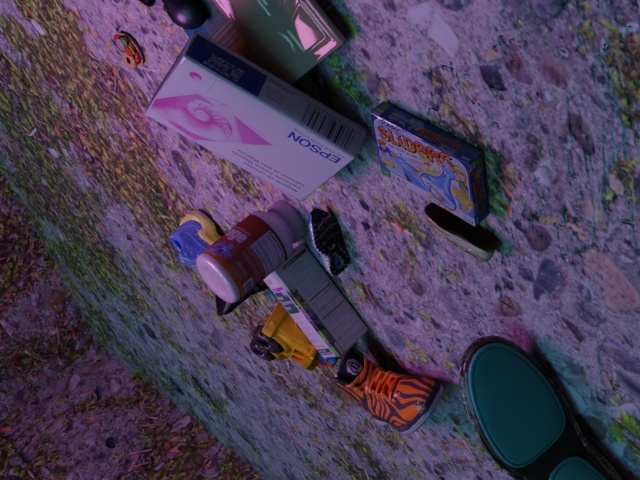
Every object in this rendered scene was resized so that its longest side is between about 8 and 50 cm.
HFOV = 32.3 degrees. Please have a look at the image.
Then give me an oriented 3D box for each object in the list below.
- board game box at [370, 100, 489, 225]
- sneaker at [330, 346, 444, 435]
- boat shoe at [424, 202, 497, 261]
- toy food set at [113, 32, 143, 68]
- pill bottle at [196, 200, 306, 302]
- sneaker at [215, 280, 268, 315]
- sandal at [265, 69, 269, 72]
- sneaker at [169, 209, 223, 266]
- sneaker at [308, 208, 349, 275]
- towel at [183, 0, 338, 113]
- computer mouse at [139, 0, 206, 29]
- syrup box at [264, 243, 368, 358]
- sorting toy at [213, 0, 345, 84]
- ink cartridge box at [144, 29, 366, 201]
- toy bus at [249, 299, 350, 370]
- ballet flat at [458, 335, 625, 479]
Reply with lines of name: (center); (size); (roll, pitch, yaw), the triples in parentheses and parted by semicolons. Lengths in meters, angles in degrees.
board game box: (0.168, -0.119, 1.700); (0.201, 0.035, 0.136); (32, 152, 36)
sneaker: (0.120, 0.305, 2.287); (0.180, 0.125, 0.321); (38, 158, -11)
boat shoe: (0.219, -0.010, 1.757); (0.135, 0.050, 0.045); (38, 149, 26)
toy food set: (-0.405, -0.402, 2.331); (0.083, 0.020, 0.083); (58, 156, -18)
pill bottle: (-0.135, 0.018, 2.233); (0.121, 0.216, 0.121); (39, 154, 23)
sneaker: (-0.162, 0.099, 2.505); (0.283, 0.124, 0.107); (125, 142, -61)
sandal: (-0.126, -0.244, 1.923); (0.090, 0.060, 0.219); (56, 159, -20)
sneaker: (-0.261, 0.042, 2.615); (0.240, 0.126, 0.091); (42, 156, 18)
sneaker: (0.000, 0.000, 2.159); (0.073, 0.063, 0.162); (34, 152, 41)
towel: (-0.133, -0.333, 1.924); (0.370, 0.040, 0.271); (52, 158, -11)
computer mouse: (-0.286, -0.422, 1.950); (0.242, 0.041, 0.071); (28, 151, 41)
syrup box: (-0.015, 0.129, 2.342); (0.237, 0.096, 0.093); (52, 157, -8)
sorting toy: (-0.066, -0.352, 1.731); (0.193, 0.038, 0.208); (51, 148, -8)
ink cartridge box: (-0.131, -0.186, 1.898); (0.324, 0.071, 0.330); (28, 153, -13)
toy bus: (-0.034, 0.223, 2.492); (0.211, 0.149, 0.220); (31, 158, 3)
ballet flat: (0.389, 0.362, 1.918); (0.483, 0.164, 0.182); (50, 178, -5)
